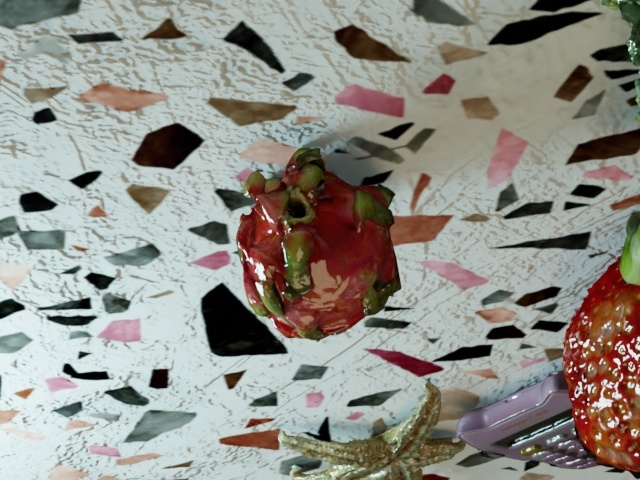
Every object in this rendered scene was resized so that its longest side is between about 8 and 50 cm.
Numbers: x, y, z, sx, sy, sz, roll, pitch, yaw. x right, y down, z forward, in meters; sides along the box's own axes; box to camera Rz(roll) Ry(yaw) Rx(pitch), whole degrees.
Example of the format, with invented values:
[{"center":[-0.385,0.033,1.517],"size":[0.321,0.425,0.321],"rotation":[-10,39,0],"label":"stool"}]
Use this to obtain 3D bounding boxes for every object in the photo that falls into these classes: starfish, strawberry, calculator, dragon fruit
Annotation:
[{"center":[0.063,0.248,2.230],"size":[0.231,0.048,0.295],"rotation":[-3,149,-8],"label":"starfish"},{"center":[0.365,0.103,1.863],"size":[0.250,0.238,0.288],"rotation":[-10,143,-5],"label":"strawberry"},{"center":[0.301,0.214,2.236],"size":[0.194,0.043,0.294],"rotation":[-30,147,33],"label":"calculator"},{"center":[0.000,0.000,1.680],"size":[0.160,0.166,0.172],"rotation":[29,167,13],"label":"dragon fruit"}]

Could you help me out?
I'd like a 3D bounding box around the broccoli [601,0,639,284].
[{"center":[0.319,-0.100,1.507],"size":[0.221,0.252,0.361],"rotation":[0,164,-6],"label":"broccoli"}]
